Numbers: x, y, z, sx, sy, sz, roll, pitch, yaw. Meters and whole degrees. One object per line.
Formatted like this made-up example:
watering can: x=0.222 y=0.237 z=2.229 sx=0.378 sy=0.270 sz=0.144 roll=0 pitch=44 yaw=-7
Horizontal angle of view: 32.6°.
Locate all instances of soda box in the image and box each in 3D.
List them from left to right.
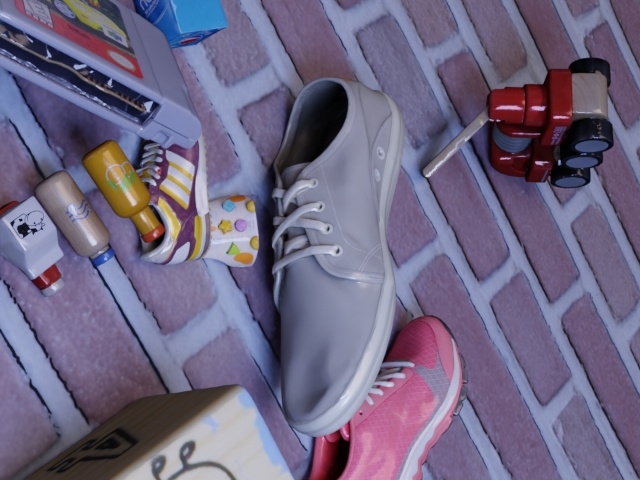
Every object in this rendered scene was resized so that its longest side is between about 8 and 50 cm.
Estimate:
soda box: x=-0.177 y=-0.322 z=1.211 sx=0.071 sy=0.067 sz=0.210 roll=-19 pitch=92 yaw=-42

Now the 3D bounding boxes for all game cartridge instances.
game cartridge: x=-0.254 y=-0.208 z=1.056 sx=0.294 sy=0.060 sz=0.196 roll=26 pitch=22 yaw=-38

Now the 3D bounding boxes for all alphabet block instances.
alphabet block: x=-0.148 y=0.265 z=1.004 sx=0.197 sy=0.193 sz=0.192 roll=-35 pitch=101 yaw=-41

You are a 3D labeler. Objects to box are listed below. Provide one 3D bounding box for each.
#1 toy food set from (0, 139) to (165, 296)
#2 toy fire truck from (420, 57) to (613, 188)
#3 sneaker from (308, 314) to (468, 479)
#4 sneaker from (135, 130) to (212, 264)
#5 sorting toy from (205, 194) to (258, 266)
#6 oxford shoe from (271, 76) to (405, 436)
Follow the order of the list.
toy food set: x=-0.261 y=0.012 z=1.022 sx=0.232 sy=0.111 sz=0.104 roll=-45 pitch=109 yaw=-41
toy fire truck: x=0.261 y=-0.141 z=1.501 sx=0.246 sy=0.217 sz=0.158 roll=2 pitch=74 yaw=2
sneaker: x=0.071 y=0.203 z=1.265 sx=0.136 sy=0.116 sz=0.313 roll=39 pitch=56 yaw=-26
sneaker: x=-0.168 y=-0.067 z=1.154 sx=0.084 sy=0.070 sz=0.185 roll=-6 pitch=82 yaw=-47
sorting toy: x=-0.111 y=-0.012 z=1.217 sx=0.075 sy=0.045 sz=0.083 roll=-5 pitch=82 yaw=-23
oxford shoe: x=0.000 y=0.000 z=1.224 sx=0.130 sy=0.169 sz=0.449 roll=31 pitch=53 yaw=-35
